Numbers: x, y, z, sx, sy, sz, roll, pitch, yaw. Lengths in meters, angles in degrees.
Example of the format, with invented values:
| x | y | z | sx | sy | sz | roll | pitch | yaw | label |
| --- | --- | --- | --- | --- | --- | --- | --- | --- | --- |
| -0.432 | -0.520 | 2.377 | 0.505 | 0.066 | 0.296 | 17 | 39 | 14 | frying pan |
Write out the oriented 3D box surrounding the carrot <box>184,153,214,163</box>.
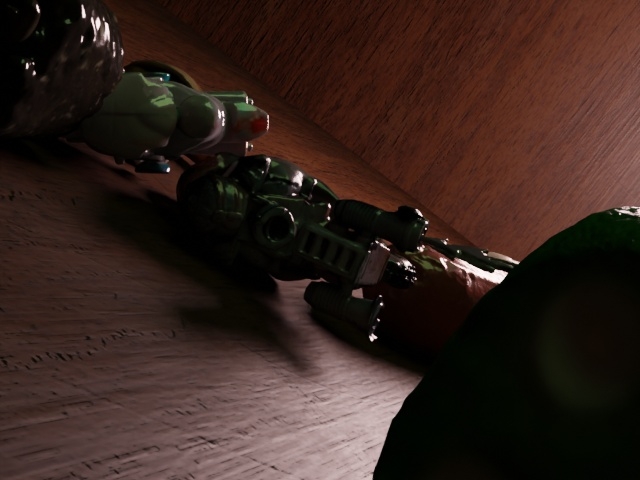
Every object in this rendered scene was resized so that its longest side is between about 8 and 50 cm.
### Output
| x | y | z | sx | sy | sz | roll | pitch | yaw | label |
| --- | --- | --- | --- | --- | --- | --- | --- | --- | --- |
| -0.129 | -0.100 | 1.456 | 0.257 | 0.061 | 0.061 | 36 | 9 | 18 | carrot |

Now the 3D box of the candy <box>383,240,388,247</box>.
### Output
| x | y | z | sx | sy | sz | roll | pitch | yaw | label |
| --- | --- | --- | --- | --- | --- | --- | --- | --- | --- |
| 0.021 | -0.015 | 1.564 | 0.292 | 0.059 | 0.086 | 39 | 6 | 11 | candy |

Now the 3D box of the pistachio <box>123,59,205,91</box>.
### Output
| x | y | z | sx | sy | sz | roll | pitch | yaw | label |
| --- | --- | --- | --- | --- | --- | --- | --- | --- | --- |
| -0.205 | -0.174 | 1.411 | 0.149 | 0.113 | 0.113 | 31 | 8 | 14 | pistachio |

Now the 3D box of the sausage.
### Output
| x | y | z | sx | sy | sz | roll | pitch | yaw | label |
| --- | --- | --- | --- | --- | --- | --- | --- | --- | --- |
| 0.147 | 0.071 | 1.341 | 0.254 | 0.148 | 0.148 | 19 | 18 | -40 | sausage |

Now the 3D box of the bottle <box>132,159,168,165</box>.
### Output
| x | y | z | sx | sy | sz | roll | pitch | yaw | label |
| --- | --- | --- | --- | --- | --- | --- | --- | --- | --- |
| -0.246 | -0.159 | 1.314 | 0.060 | 0.060 | 0.217 | 26 | 12 | -47 | bottle |

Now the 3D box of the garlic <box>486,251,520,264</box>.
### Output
| x | y | z | sx | sy | sz | roll | pitch | yaw | label |
| --- | --- | --- | --- | --- | --- | --- | --- | --- | --- |
| 0.250 | 0.100 | 1.540 | 0.228 | 0.152 | 0.228 | 29 | 13 | -7 | garlic |

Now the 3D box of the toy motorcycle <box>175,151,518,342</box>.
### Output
| x | y | z | sx | sy | sz | roll | pitch | yaw | label |
| --- | --- | --- | --- | --- | --- | --- | --- | --- | --- |
| 0.000 | 0.000 | 1.096 | 0.401 | 0.134 | 0.207 | 25 | 4 | 25 | toy motorcycle |

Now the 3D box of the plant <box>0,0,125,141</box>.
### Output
| x | y | z | sx | sy | sz | roll | pitch | yaw | label |
| --- | --- | --- | --- | --- | --- | --- | --- | --- | --- |
| -0.293 | -0.178 | 0.885 | 0.182 | 0.194 | 0.321 | 35 | 2 | 16 | plant |

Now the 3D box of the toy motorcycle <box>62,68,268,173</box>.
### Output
| x | y | z | sx | sy | sz | roll | pitch | yaw | label |
| --- | --- | --- | --- | --- | --- | --- | --- | --- | --- |
| -0.162 | -0.123 | 1.128 | 0.260 | 0.110 | 0.171 | -1 | 5 | -43 | toy motorcycle |

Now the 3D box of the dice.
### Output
| x | y | z | sx | sy | sz | roll | pitch | yaw | label |
| --- | --- | --- | --- | --- | --- | --- | --- | --- | --- |
| 0.225 | 0.170 | 0.631 | 0.287 | 0.300 | 0.297 | 24 | 15 | -44 | dice |
